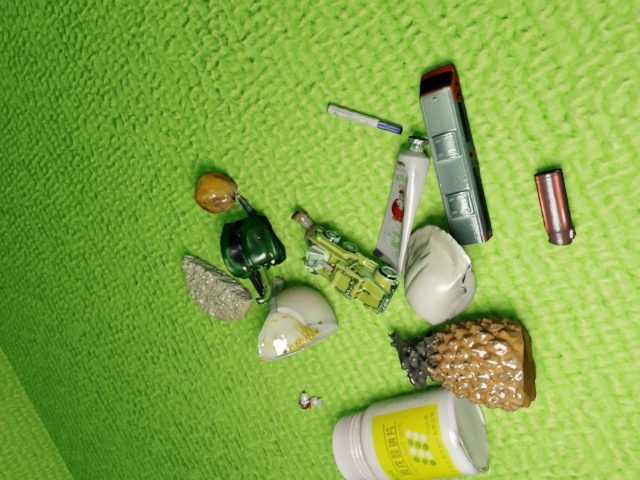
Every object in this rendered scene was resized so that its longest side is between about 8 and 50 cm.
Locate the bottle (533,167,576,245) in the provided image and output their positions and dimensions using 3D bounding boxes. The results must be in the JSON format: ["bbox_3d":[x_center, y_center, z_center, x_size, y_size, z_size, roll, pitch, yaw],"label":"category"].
[{"bbox_3d":[0.508,-0.069,0.947,0.060,0.060,0.164,-10,100,30],"label":"bottle"}]

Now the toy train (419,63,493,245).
[{"bbox_3d":[0.305,-0.189,1.003,0.086,0.089,0.409,-10,101,35],"label":"toy train"}]

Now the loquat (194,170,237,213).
[{"bbox_3d":[-0.316,-0.145,1.334,0.137,0.113,0.137,-3,80,17],"label":"loquat"}]

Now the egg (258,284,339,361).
[{"bbox_3d":[-0.072,0.221,1.274,0.271,0.206,0.161,-48,56,44],"label":"egg"}]

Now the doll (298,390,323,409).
[{"bbox_3d":[-0.032,0.525,1.422,0.085,0.040,0.058,12,100,25],"label":"doll"}]

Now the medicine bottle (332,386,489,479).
[{"bbox_3d":[0.235,0.530,1.179,0.379,0.213,0.213,-28,91,31],"label":"medicine bottle"}]

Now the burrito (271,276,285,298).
[{"bbox_3d":[-0.133,0.202,1.375,0.045,0.041,0.185,7,106,35],"label":"burrito"}]

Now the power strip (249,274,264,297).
[{"bbox_3d":[-0.199,0.124,1.389,0.029,0.038,0.111,-33,89,30],"label":"power strip"}]

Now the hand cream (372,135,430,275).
[{"bbox_3d":[0.201,-0.087,1.087,0.121,0.076,0.336,-133,49,-55],"label":"hand cream"}]

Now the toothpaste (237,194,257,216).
[{"bbox_3d":[-0.228,-0.108,1.346,0.027,0.019,0.083,-40,85,7],"label":"toothpaste"}]

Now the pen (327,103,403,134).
[{"bbox_3d":[0.111,-0.305,1.106,0.204,0.025,0.025,23,114,19],"label":"pen"}]

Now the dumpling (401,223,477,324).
[{"bbox_3d":[0.277,0.072,1.058,0.243,0.175,0.227,-52,48,31],"label":"dumpling"}]

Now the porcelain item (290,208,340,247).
[{"bbox_3d":[0.000,0.000,1.236,0.084,0.054,0.213,-42,84,29],"label":"porcelain item"}]

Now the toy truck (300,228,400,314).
[{"bbox_3d":[0.060,0.089,1.117,0.259,0.135,0.128,32,117,18],"label":"toy truck"}]

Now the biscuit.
[{"bbox_3d":[-0.352,0.172,1.460,0.281,0.084,0.179,35,122,17],"label":"biscuit"}]

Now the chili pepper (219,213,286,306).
[{"bbox_3d":[-0.189,0.055,1.291,0.174,0.165,0.261,-20,91,13],"label":"chili pepper"}]

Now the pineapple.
[{"bbox_3d":[0.317,0.287,1.064,0.357,0.223,0.223,-4,103,33],"label":"pineapple"}]
